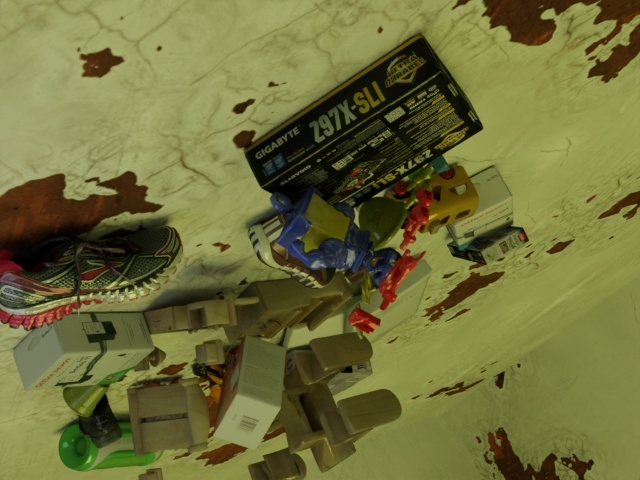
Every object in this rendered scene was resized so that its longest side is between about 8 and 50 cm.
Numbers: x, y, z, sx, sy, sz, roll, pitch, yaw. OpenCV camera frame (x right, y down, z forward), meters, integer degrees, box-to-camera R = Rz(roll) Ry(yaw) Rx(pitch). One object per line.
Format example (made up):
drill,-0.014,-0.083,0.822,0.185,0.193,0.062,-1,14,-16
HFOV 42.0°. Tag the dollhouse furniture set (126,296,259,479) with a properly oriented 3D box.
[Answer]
dollhouse furniture set,-0.224,0.304,1.644,0.174,0.355,0.303,-1,170,-45

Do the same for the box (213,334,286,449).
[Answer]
box,-0.137,0.294,1.628,0.091,0.170,0.130,21,121,-12

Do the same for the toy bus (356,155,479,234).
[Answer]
toy bus,0.209,-0.065,1.634,0.202,0.104,0.191,-38,154,29

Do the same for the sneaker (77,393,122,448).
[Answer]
sneaker,-0.532,0.401,1.958,0.087,0.130,0.227,-22,-174,-21

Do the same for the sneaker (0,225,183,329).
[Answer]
sneaker,-0.349,0.038,1.280,0.299,0.121,0.112,-21,128,-30

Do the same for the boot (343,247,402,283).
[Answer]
boot,0.121,0.062,1.919,0.106,0.037,0.114,13,135,-37

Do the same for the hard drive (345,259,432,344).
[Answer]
hard drive,0.167,0.181,2.152,0.233,0.047,0.353,-33,162,-12

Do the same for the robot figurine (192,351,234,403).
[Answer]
robot figurine,-0.211,0.365,2.116,0.211,0.085,0.291,17,152,10

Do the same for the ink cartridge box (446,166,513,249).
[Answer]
ink cartridge box,0.337,-0.065,1.802,0.139,0.082,0.191,-27,161,5

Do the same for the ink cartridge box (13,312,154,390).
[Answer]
ink cartridge box,-0.449,0.209,1.587,0.153,0.087,0.208,-40,153,31

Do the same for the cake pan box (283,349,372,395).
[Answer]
cake pan box,-0.025,0.369,2.269,0.245,0.070,0.267,5,152,-31

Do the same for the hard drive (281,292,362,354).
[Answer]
hard drive,-0.001,0.246,2.202,0.210,0.040,0.319,-18,157,-17

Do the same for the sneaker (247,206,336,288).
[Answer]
sneaker,0.000,0.000,1.569,0.162,0.106,0.281,-35,156,16

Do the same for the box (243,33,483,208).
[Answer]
box,0.076,-0.160,1.321,0.322,0.079,0.257,-32,159,16

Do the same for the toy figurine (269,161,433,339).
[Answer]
toy figurine,0.033,-0.042,1.280,0.191,0.217,0.362,-58,-173,31

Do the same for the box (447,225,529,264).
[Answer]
box,0.380,0.005,1.915,0.114,0.036,0.207,-29,-170,-8

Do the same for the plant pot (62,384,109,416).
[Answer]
plant pot,-0.504,0.328,1.824,0.079,0.083,0.083,-42,155,11

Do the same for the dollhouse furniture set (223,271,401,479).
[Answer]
dollhouse furniture set,-0.014,0.288,1.811,0.256,0.394,0.362,-5,150,-42

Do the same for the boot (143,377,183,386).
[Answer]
boot,-0.392,0.370,2.050,0.059,0.084,0.158,-30,-173,36

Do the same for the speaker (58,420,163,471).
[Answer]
speaker,-0.536,0.532,2.175,0.131,0.131,0.296,-33,157,18
